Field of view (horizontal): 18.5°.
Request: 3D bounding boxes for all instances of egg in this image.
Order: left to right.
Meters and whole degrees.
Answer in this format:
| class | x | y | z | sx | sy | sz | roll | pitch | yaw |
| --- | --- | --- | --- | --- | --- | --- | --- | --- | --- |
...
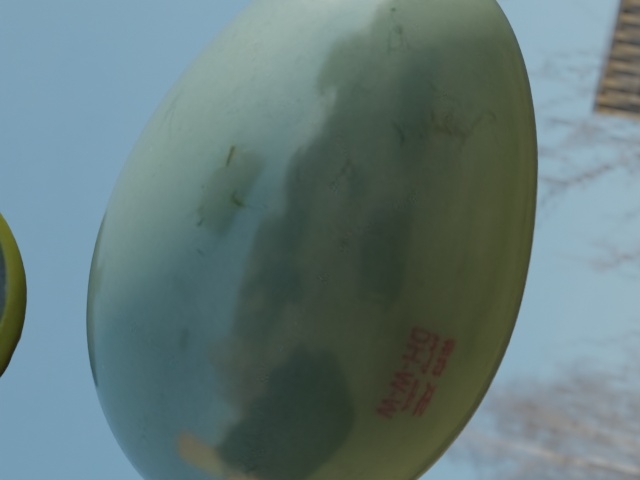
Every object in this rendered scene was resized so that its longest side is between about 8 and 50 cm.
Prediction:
| class | x | y | z | sx | sy | sz | roll | pitch | yaw |
| --- | --- | --- | --- | --- | --- | --- | --- | --- | --- |
| egg | 0.000 | 0.000 | 0.842 | 0.264 | 0.183 | 0.183 | -69 | -18 | 5 |

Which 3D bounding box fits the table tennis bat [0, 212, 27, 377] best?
| class | x | y | z | sx | sy | sz | roll | pitch | yaw |
| --- | --- | --- | --- | --- | --- | --- | --- | --- | --- |
| table tennis bat | -0.370 | 0.013 | 1.255 | 0.054 | 0.369 | 0.224 | 105 | 179 | -60 |
